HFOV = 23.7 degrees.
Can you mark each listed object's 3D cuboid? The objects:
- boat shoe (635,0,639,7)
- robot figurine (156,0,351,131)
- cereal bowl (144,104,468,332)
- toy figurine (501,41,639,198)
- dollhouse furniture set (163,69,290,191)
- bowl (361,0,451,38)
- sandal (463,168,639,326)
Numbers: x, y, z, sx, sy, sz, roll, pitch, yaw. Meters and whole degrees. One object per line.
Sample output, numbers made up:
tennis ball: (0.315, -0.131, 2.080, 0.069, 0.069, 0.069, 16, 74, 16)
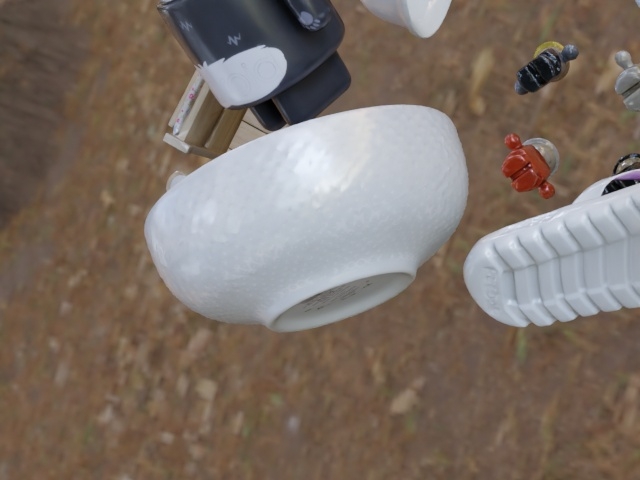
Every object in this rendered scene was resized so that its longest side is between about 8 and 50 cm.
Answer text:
boat shoe: (0.435, -0.274, 1.696, 0.135, 0.156, 0.367, -26, 76, 28)
robot figurine: (-0.080, -0.261, 1.713, 0.209, 0.278, 0.174, -26, 20, 23)
cereal bowl: (0.000, 0.000, 1.554, 0.339, 0.339, 0.141, -37, 67, 50)
toy figurine: (0.353, -0.153, 2.021, 0.148, 0.213, 0.210, -31, -53, -66)
dollhouse furniture set: (-0.182, -0.178, 2.053, 0.173, 0.355, 0.303, 29, 95, 22)
bowl: (0.103, -0.438, 2.156, 0.298, 0.134, 0.298, 9, -90, -71)
sandal: (0.343, -0.012, 1.589, 0.416, 0.169, 0.102, -9, 36, 26)
